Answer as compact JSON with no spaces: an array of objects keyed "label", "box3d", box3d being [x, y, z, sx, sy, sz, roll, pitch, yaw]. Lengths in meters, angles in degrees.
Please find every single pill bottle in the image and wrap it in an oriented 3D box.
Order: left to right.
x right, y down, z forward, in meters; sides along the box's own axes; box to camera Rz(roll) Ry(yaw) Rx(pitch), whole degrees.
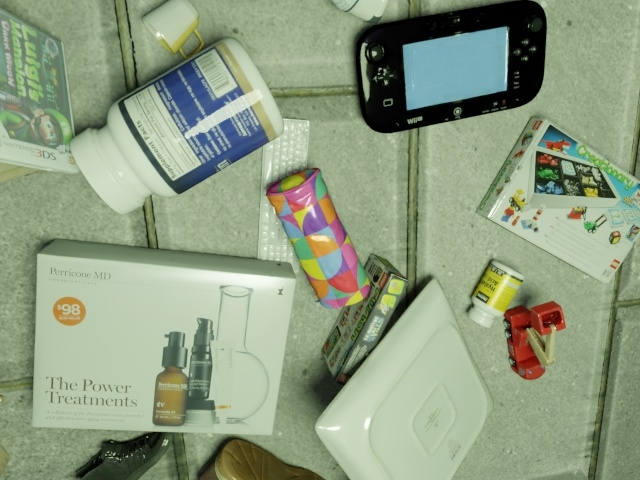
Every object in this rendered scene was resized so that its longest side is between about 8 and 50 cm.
[{"label":"pill bottle","box3d":[-0.197,-0.155,0.715,0.264,0.153,0.153,-30,109,-2]},{"label":"pill bottle","box3d":[0.322,0.100,0.944,0.065,0.065,0.116,23,99,-17]}]

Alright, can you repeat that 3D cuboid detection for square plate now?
[{"label":"square plate","box3d":[0.182,0.302,0.885,0.347,0.049,0.344,-44,119,-28]}]

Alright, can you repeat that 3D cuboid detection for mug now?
[{"label":"mug","box3d":[-0.206,-0.307,0.728,0.062,0.078,0.064,43,84,13]}]

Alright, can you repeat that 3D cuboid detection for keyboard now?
[{"label":"keyboard","box3d":[-0.063,-0.070,0.841,0.072,0.014,0.256,1,105,-12]}]

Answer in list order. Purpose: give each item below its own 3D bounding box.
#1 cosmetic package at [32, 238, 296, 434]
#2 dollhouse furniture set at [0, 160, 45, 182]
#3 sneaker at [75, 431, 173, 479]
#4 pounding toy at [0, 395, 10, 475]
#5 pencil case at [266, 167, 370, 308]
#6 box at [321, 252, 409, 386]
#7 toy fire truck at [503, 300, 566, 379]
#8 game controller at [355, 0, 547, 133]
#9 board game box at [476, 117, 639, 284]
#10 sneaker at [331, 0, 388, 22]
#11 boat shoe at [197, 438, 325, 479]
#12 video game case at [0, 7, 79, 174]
[{"label":"cosmetic package","box3d":[-0.246,0.162,0.822,0.377,0.097,0.285,6,102,-12]},{"label":"dollhouse furniture set","box3d":[-0.579,-0.119,0.648,0.394,0.256,0.362,-9,108,13]},{"label":"sneaker","box3d":[-0.343,0.376,0.888,0.089,0.051,0.170,40,98,-24]},{"label":"pounding toy","box3d":[-0.593,0.313,0.794,0.181,0.094,0.206,-25,110,-4]},{"label":"pencil case","box3d":[0.000,0.000,0.821,0.104,0.104,0.236,-26,114,-4]},{"label":"box","box3d":[0.071,0.135,0.875,0.036,0.114,0.207,23,100,-17]},{"label":"toy fire truck","box3d":[0.399,0.189,0.948,0.047,0.135,0.192,-16,108,-7]},{"label":"game controller","box3d":[0.212,-0.276,0.813,0.319,0.067,0.167,-13,108,-8]},{"label":"board game box","box3d":[0.460,-0.066,0.932,0.305,0.053,0.193,26,100,-18]},{"label":"sneaker","box3d":[0.102,-0.447,0.740,0.091,0.094,0.258,19,106,-35]},{"label":"boat shoe","box3d":[-0.075,0.505,0.956,0.342,0.123,0.123,37,109,-19]},{"label":"video game case","box3d":[-0.376,-0.187,0.633,0.022,0.173,0.191,-9,88,12]}]
